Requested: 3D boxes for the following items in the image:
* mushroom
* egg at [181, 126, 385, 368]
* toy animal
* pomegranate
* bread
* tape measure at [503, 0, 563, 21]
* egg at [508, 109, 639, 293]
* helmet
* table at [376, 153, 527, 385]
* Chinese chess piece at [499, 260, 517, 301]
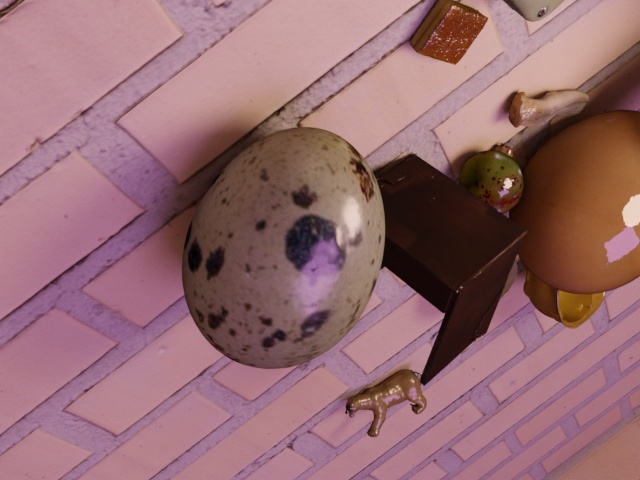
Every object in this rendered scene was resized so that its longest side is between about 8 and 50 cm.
[{"bbox_3d":[0.414,-0.243,1.621,0.202,0.054,0.059,-15,147,-36],"label":"mushroom"},{"bbox_3d":[-0.051,0.015,1.308,0.287,0.287,0.379,-7,138,-35],"label":"egg"},{"bbox_3d":[0.152,0.366,2.088,0.218,0.103,0.101,-25,125,-12],"label":"toy animal"},{"bbox_3d":[0.315,-0.108,1.628,0.130,0.130,0.130,-23,144,-18],"label":"pomegranate"},{"bbox_3d":[0.193,-0.315,1.351,0.094,0.035,0.090,4,129,-44],"label":"bread"},{"bbox_3d":[0.303,-0.429,1.245,0.207,0.115,0.235,-45,145,16],"label":"tape measure"},{"bbox_3d":[0.524,-0.076,1.687,0.374,0.301,0.301,-52,147,-11],"label":"egg"},{"bbox_3d":[0.538,0.084,2.033,0.257,0.140,0.205,-9,106,-51],"label":"helmet"},{"bbox_3d":[0.168,0.054,1.545,0.196,0.250,0.282,-36,152,-33],"label":"table"},{"bbox_3d":[0.325,0.080,1.897,0.188,0.083,0.188,-21,140,-19],"label":"Chinese chess piece"}]
